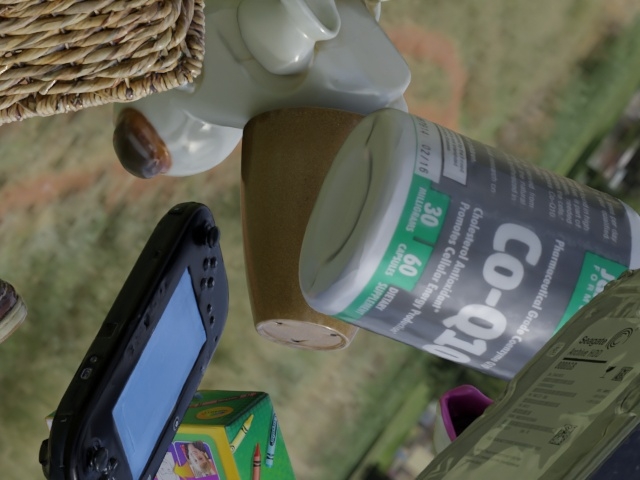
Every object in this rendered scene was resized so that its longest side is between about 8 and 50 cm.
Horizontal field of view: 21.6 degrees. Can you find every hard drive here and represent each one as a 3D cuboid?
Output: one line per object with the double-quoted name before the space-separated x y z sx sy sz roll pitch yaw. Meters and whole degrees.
"hard drive" 0.165 0.147 1.136 0.339 0.064 0.237 -43 -170 -13

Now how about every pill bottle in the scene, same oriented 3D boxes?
"pill bottle" 0.180 0.028 1.582 0.204 0.361 0.204 -57 -159 36

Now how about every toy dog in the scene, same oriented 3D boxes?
"toy dog" -0.099 -0.230 2.203 0.408 0.395 0.284 -21 -159 32

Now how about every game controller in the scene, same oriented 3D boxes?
"game controller" -0.152 0.116 1.479 0.319 0.067 0.166 -65 147 -41

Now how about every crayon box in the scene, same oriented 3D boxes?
"crayon box" -0.160 0.253 1.843 0.278 0.165 0.081 -2 -158 38

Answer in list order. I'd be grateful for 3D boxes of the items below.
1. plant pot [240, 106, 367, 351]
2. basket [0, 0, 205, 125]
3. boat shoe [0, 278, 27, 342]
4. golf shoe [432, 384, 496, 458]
"plant pot" 0.000 0.000 2.074 0.237 0.237 0.254 107 -8 -70
"basket" -0.250 -0.244 1.384 0.213 0.299 0.223 -80 153 -47
"boat shoe" -0.438 0.036 1.584 0.123 0.342 0.123 -52 139 -44
"golf shoe" 0.223 0.251 1.731 0.115 0.306 0.140 -33 128 -31
